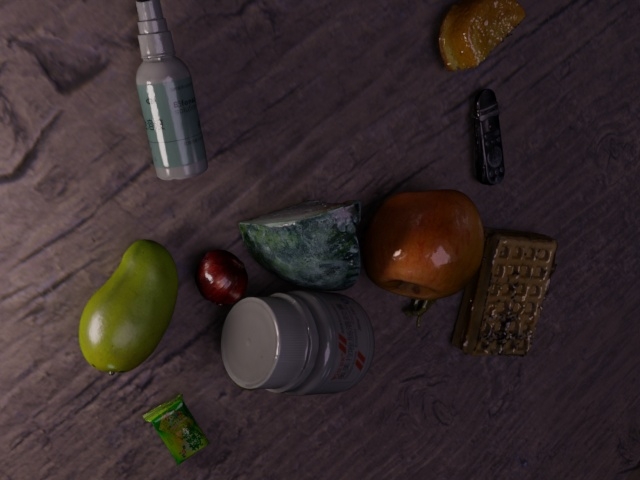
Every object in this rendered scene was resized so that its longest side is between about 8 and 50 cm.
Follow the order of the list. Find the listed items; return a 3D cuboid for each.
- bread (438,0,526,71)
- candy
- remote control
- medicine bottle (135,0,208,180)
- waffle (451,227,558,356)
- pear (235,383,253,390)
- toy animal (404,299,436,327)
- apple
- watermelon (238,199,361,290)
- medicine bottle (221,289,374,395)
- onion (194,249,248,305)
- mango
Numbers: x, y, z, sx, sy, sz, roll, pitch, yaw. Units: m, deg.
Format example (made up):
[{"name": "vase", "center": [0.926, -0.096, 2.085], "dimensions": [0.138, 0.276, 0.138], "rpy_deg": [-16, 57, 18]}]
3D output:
[{"name": "bread", "center": [0.391, -0.535, 1.736], "dimensions": [0.229, 0.143, 0.139], "rpy_deg": [-46, 123, -13]}, {"name": "candy", "center": [-0.340, 0.454, 1.678], "dimensions": [0.102, 0.032, 0.178], "rpy_deg": [-33, 119, -18]}, {"name": "remote control", "center": [0.447, -0.280, 1.908], "dimensions": [0.090, 0.066, 0.265], "rpy_deg": [-25, 113, -37]}, {"name": "medicine bottle", "center": [-0.311, -0.301, 1.409], "dimensions": [0.110, 0.110, 0.351], "rpy_deg": [-19, 114, -25]}, {"name": "waffle", "center": [0.540, 0.156, 2.063], "dimensions": [0.261, 0.114, 0.376], "rpy_deg": [5, 103, -33]}, {"name": "pear", "center": [-0.177, 0.317, 1.705], "dimensions": [0.092, 0.092, 0.097], "rpy_deg": [-20, 79, -25]}, {"name": "toy animal", "center": [0.290, 0.136, 1.935], "dimensions": [0.136, 0.073, 0.181], "rpy_deg": [-27, 114, -30]}, {"name": "apple", "center": [0.259, 0.002, 1.748], "dimensions": [0.299, 0.299, 0.275], "rpy_deg": [18, 76, -34]}, {"name": "watermelon", "center": [0.000, 0.000, 1.645], "dimensions": [0.320, 0.213, 0.289], "rpy_deg": [-22, 126, 27]}, {"name": "medicine bottle", "center": [-0.051, 0.237, 1.628], "dimensions": [0.306, 0.245, 0.245], "rpy_deg": [8, 101, -45]}, {"name": "onion", "center": [-0.221, 0.083, 1.572], "dimensions": [0.131, 0.131, 0.131], "rpy_deg": [-10, 110, -28]}, {"name": "mango", "center": [-0.399, 0.141, 1.486], "dimensions": [0.175, 0.143, 0.293], "rpy_deg": [28, 80, -28]}]
